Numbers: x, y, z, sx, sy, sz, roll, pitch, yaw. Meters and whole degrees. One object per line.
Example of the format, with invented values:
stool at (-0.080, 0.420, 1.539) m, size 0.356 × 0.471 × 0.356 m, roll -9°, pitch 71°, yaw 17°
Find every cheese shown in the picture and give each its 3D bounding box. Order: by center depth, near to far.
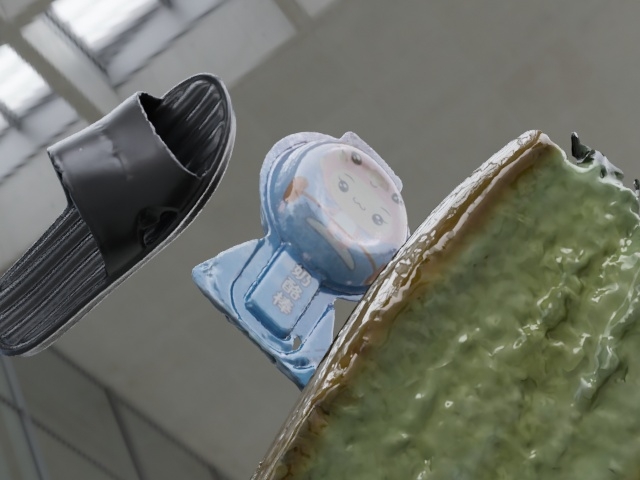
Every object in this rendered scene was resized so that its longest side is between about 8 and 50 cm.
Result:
cheese at (0.000, 0.000, 1.099) m, size 0.135 × 0.245 × 0.052 m, roll 44°, pitch -51°, yaw -8°

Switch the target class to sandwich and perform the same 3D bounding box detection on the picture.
sandwich at (0.041, 0.083, 0.549) m, size 0.122 × 0.128 × 0.236 m, roll 27°, pitch -44°, yaw 1°

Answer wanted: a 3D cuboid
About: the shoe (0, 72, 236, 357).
shoe at (-0.103, -0.014, 0.684) m, size 0.159 × 0.062 × 0.053 m, roll -47°, pitch -43°, yaw 13°
